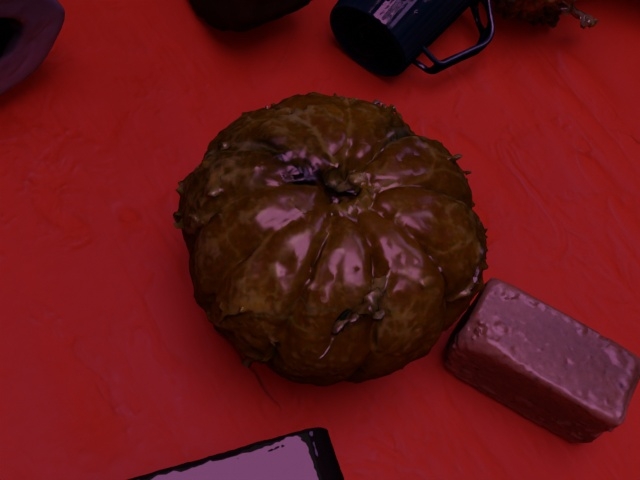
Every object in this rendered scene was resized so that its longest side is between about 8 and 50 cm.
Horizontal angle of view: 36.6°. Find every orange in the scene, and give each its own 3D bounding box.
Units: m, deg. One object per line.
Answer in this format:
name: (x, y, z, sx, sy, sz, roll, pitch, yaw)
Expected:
orange: (0.000, 0.000, 0.938, 0.301, 0.223, 0.300, 42, 56, 13)

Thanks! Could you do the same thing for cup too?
cup: (0.113, -0.268, 1.127, 0.176, 0.131, 0.155, 41, 72, -2)

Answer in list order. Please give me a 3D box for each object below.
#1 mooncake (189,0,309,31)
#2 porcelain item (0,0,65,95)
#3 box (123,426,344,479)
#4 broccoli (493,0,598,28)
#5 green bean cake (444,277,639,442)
mooncake: (-0.081, -0.354, 1.079, 0.124, 0.228, 0.228, -20, 71, -25)
porcelain item: (-0.454, -0.336, 0.999, 0.178, 0.242, 0.405, -44, 77, 3)
box: (-0.161, 0.245, 0.809, 0.350, 0.211, 0.058, -14, 68, -14)
broccoli: (0.356, -0.427, 1.146, 0.317, 0.277, 0.339, 6, 70, -14)
green bean cake: (0.221, 0.124, 0.976, 0.179, 0.109, 0.085, 30, 67, 4)
